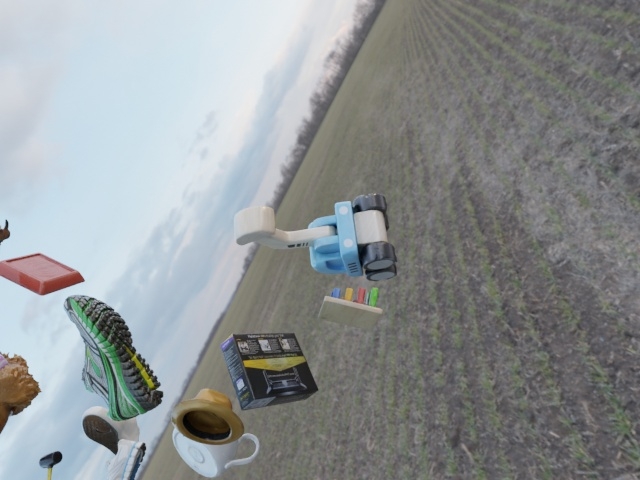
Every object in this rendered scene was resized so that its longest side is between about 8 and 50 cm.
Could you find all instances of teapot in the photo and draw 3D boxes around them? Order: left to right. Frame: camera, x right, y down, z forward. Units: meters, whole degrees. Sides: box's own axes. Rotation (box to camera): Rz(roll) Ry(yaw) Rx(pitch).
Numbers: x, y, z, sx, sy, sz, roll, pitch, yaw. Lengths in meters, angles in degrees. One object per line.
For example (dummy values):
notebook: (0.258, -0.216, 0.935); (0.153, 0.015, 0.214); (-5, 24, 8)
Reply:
teapot: (-0.376, 0.690, 1.702); (0.252, 0.256, 0.187); (-28, 7, 41)

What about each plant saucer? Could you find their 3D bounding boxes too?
plant saucer: (-1.148, 0.124, 1.968); (0.258, 0.259, 0.048); (-36, -31, -76)

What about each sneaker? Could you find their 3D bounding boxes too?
sneaker: (-0.535, 0.287, 1.171); (0.146, 0.344, 0.134); (-30, -2, 0)
sneaker: (-0.663, 0.580, 1.533); (0.123, 0.105, 0.290); (-95, -3, -45)
sneaker: (-0.526, 0.612, 1.249); (0.071, 0.082, 0.191); (75, -149, -70)

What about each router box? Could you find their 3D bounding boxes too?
router box: (-0.177, 0.452, 1.700); (0.081, 0.308, 0.243); (-45, 55, 28)

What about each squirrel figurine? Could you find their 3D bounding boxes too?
squirrel figurine: (-1.082, 0.534, 1.492); (0.397, 0.281, 0.370); (-36, 1, -43)

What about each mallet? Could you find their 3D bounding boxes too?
mallet: (-0.793, 0.714, 1.390); (0.062, 0.039, 0.190); (-18, 59, 22)

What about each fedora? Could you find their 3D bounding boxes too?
fedora: (-0.275, 0.432, 1.200); (0.194, 0.194, 0.079); (-58, 16, 34)

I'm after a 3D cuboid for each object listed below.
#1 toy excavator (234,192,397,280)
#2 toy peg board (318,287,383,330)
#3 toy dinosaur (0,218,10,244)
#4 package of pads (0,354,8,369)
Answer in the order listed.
toy excavator: (0.000, 0.000, 1.494); (0.433, 0.445, 0.222); (63, -162, -68)
toy peg board: (0.086, 0.180, 1.366); (0.161, 0.160, 0.079); (104, 179, -62)
toy dinosaur: (-0.952, -0.002, 1.299); (0.200, 0.127, 0.295); (-52, 25, -20)
package of pads: (-0.801, 0.311, 1.157); (0.050, 0.032, 0.083); (3, 41, 47)
